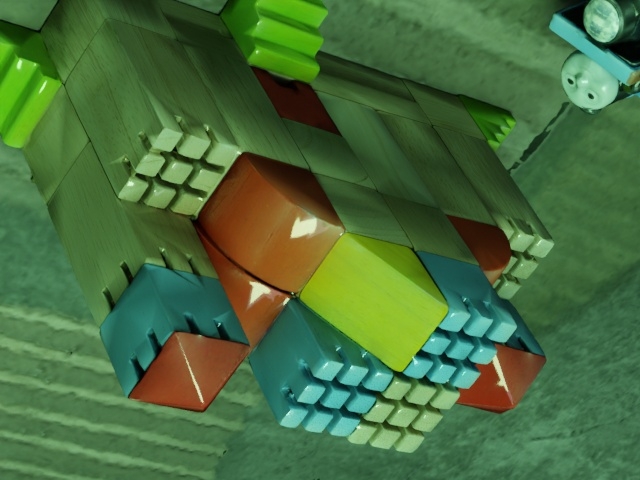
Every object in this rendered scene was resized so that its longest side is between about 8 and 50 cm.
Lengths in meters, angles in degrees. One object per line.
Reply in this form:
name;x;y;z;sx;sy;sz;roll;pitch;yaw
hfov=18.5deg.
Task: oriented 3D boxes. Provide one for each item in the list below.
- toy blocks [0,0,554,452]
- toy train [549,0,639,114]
toy blocks;0.000;0.000;1.084;0.381;0.261;0.191;14;123;-39
toy train;0.209;-0.134;1.171;0.184;0.080;0.105;-27;145;-43
